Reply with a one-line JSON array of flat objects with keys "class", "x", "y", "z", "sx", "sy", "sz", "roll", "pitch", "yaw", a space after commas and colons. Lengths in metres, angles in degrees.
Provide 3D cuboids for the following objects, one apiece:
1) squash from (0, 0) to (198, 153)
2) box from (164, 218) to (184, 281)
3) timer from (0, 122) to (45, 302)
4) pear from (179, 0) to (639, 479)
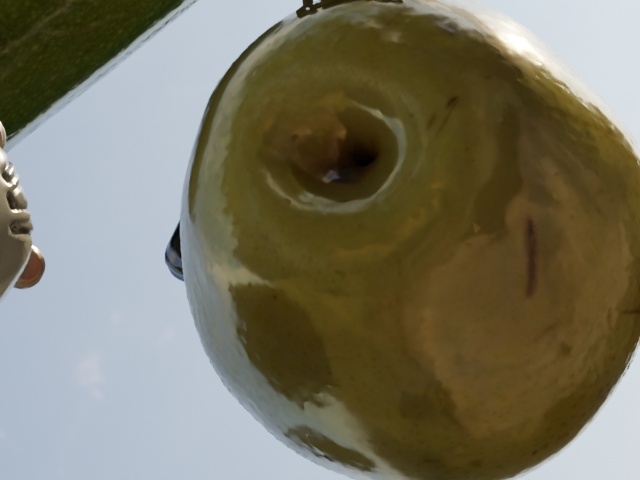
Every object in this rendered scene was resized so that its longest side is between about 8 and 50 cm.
[{"class": "squash", "x": -0.302, "y": -0.210, "z": 1.198, "sx": 0.384, "sy": 0.263, "sz": 0.263, "roll": -41, "pitch": -37, "yaw": -10}, {"class": "box", "x": 0.000, "y": 0.000, "z": 1.184, "sx": 0.050, "sy": 0.230, "sz": 0.160, "roll": 111, "pitch": -179, "yaw": -57}, {"class": "timer", "x": -0.280, "y": 0.023, "z": 0.632, "sx": 0.315, "sy": 0.291, "sz": 0.290, "roll": -19, "pitch": -49, "yaw": -27}, {"class": "pear", "x": 0.056, "y": -0.001, "z": 0.859, "sx": 0.309, "sy": 0.309, "sz": 0.309, "roll": -31, "pitch": -42, "yaw": -34}]
